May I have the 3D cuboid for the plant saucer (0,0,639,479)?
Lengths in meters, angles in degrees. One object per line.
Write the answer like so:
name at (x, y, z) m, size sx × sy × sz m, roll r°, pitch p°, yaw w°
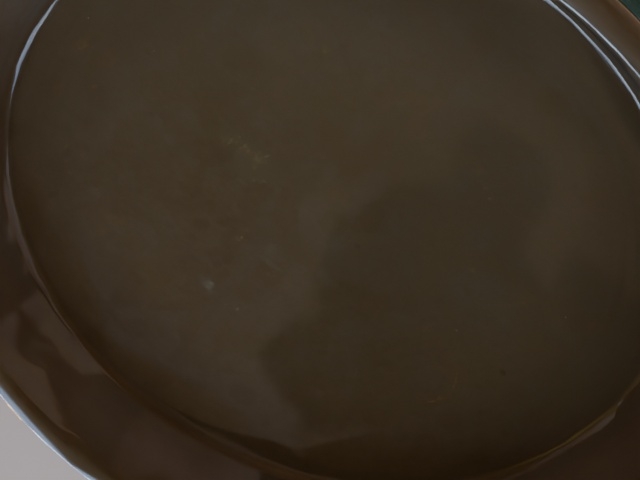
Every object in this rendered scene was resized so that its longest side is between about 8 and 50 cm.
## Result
plant saucer at (0.000, 0.000, 0.589) m, size 0.277 × 0.041 × 0.278 m, roll 9°, pitch -53°, yaw 12°

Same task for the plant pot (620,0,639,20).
plant pot at (0.247, -0.170, 0.957) m, size 0.290 × 0.195 × 0.290 m, roll 5°, pitch -82°, yaw 37°
